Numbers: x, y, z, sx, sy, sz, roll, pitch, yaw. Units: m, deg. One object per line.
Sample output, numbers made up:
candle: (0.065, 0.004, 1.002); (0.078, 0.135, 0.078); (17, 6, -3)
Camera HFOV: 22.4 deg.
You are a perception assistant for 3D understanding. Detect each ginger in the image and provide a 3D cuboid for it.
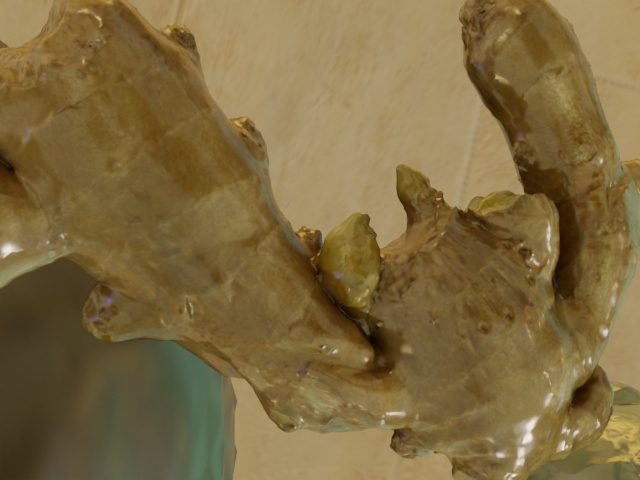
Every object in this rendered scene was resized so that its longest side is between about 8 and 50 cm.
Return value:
ginger: (0.000, 0.000, 0.407); (0.193, 0.052, 0.176); (-35, 95, -14)

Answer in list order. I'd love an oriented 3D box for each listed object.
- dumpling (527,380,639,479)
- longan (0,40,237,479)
dumpling: (0.114, 0.123, 0.483); (0.149, 0.216, 0.105); (-15, 129, 25)
longan: (-0.240, 0.092, 0.665); (0.404, 0.436, 0.404); (10, 114, 24)
